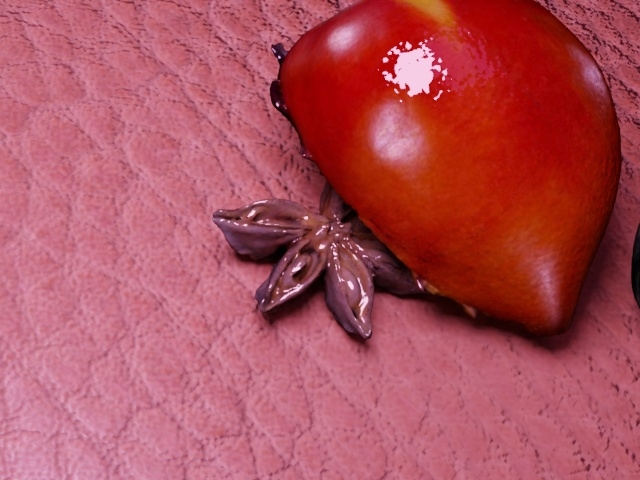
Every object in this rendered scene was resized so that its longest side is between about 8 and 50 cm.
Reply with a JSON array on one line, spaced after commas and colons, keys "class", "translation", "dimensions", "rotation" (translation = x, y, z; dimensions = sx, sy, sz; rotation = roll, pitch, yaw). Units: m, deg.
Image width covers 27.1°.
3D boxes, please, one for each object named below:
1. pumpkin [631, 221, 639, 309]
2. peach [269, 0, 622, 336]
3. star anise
[{"class": "pumpkin", "translation": [0.398, 0.043, 1.182], "dimensions": [0.250, 0.216, 0.250], "rotation": [9, 22, -4]}, {"class": "peach", "translation": [0.146, -0.095, 1.160], "dimensions": [0.361, 0.201, 0.258], "rotation": [53, 35, 7]}, {"class": "star anise", "translation": [0.012, 0.011, 1.176], "dimensions": [0.208, 0.063, 0.172], "rotation": [-33, 78, -37]}]
